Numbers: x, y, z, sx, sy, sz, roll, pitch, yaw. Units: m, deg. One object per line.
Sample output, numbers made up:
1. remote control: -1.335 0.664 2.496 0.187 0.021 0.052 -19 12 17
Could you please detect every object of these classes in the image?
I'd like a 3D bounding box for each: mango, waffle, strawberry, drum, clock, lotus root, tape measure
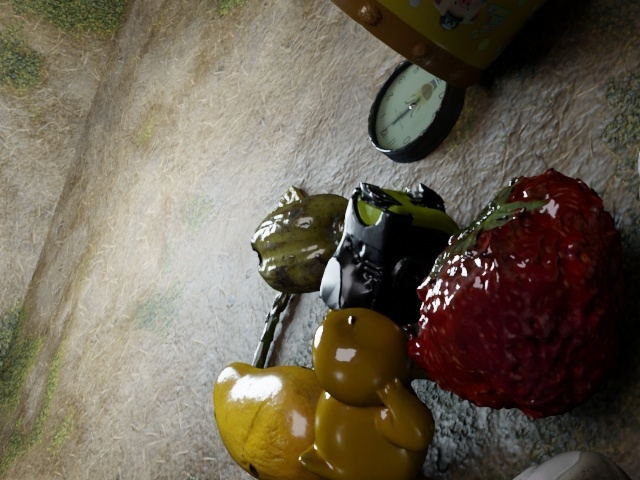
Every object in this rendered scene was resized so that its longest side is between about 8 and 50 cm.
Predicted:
1. mango: -0.059 0.268 1.300 0.295 0.120 0.177 10 85 57
2. waffle: -0.050 -0.034 1.571 0.092 0.021 0.135 -52 34 16
3. strawberry: 0.227 0.072 0.958 0.274 0.220 0.274 -46 0 0
4. drum: 0.123 -0.424 1.225 0.214 0.431 0.431 -50 36 23
5. clock: 0.148 -0.213 1.394 0.184 0.040 0.185 -32 45 39
6. lotus root: 0.002 0.000 1.370 0.278 0.154 0.154 -20 54 48
7. tape measure: 0.109 0.022 1.164 0.112 0.186 0.199 42 119 45

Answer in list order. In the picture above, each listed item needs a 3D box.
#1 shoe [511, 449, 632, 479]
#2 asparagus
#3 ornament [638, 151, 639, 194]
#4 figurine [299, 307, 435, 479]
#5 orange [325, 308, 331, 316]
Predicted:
1. shoe: 0.164 0.338 0.897 0.351 0.171 0.198 -57 31 8
2. asparagus: -0.092 0.176 1.484 0.034 0.027 0.236 6 74 50
3. ornament: 0.415 -0.067 0.761 0.259 0.225 0.260 -31 46 39
4. figurine: 0.065 0.200 1.073 0.215 0.215 0.228 40 116 56
5. orange: 0.044 0.124 1.292 0.083 0.070 0.083 -46 22 24
